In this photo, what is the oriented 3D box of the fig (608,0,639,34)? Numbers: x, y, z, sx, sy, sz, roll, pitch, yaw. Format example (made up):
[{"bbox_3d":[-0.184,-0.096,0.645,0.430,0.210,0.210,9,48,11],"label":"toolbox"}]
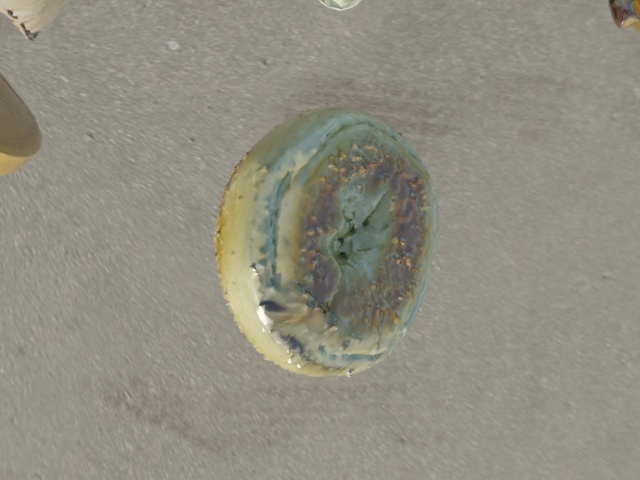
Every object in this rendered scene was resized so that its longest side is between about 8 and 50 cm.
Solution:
[{"bbox_3d":[0.280,-0.225,0.780,0.202,0.149,0.148,1,96,-20],"label":"fig"}]

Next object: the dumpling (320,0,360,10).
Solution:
[{"bbox_3d":[0.034,-0.327,1.306,0.077,0.059,0.043,-14,150,-5],"label":"dumpling"}]

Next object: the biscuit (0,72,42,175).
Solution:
[{"bbox_3d":[-0.430,-0.193,1.019,0.351,0.312,0.057,38,100,-31],"label":"biscuit"}]

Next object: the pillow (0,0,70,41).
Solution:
[{"bbox_3d":[-0.195,-0.302,0.820,0.270,0.067,0.173,-48,153,0],"label":"pillow"}]

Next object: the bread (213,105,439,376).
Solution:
[{"bbox_3d":[0.000,0.000,1.132,0.305,0.159,0.305,-5,97,-43],"label":"bread"}]
